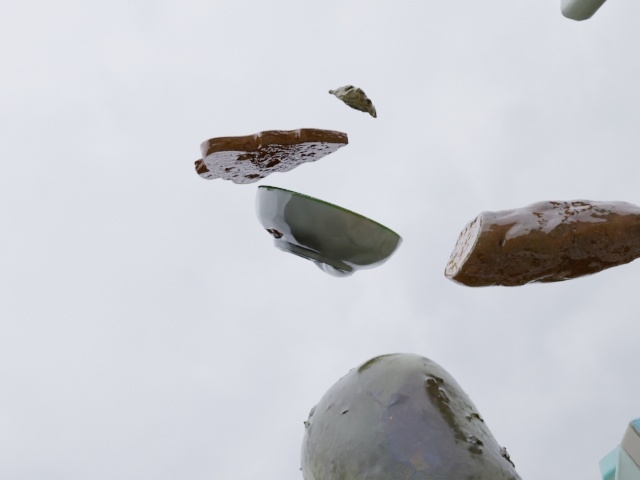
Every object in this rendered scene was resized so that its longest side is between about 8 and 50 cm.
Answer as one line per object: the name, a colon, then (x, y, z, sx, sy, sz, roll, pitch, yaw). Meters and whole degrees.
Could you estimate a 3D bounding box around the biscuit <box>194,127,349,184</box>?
biscuit: (-0.096, -0.175, 1.140, 0.306, 0.043, 0.284, -12, -8, 3)

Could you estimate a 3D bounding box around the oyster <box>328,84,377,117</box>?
oyster: (0.065, -0.255, 1.042, 0.083, 0.080, 0.038, 10, -74, -52)

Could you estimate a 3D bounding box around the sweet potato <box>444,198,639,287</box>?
sweet potato: (0.257, 0.000, 0.625, 0.251, 0.097, 0.097, -9, -48, 5)

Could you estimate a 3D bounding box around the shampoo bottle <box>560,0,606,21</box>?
shampoo bottle: (0.409, -0.415, 0.739, 0.071, 0.284, 0.153, 13, -95, -3)

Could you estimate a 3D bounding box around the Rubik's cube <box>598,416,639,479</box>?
Rubik's cube: (0.430, 0.264, 0.592, 0.265, 0.213, 0.224, 20, -64, -30)

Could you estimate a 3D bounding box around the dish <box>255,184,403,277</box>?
dish: (0.000, 0.000, 1.205, 0.324, 0.324, 0.124, 23, -96, -41)

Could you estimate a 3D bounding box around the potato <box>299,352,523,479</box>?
potato: (0.097, 0.251, 0.592, 0.210, 0.307, 0.173, -22, -51, -13)
